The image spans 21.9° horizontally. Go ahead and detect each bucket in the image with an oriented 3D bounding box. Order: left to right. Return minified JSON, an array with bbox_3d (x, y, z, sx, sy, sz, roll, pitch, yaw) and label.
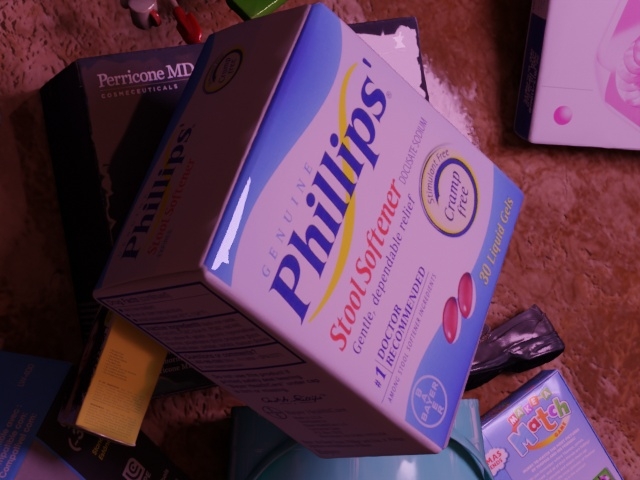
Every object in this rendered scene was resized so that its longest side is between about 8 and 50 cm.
[{"bbox_3d":[0.036,0.244,1.567,0.281,0.281,0.183,0,83,-20],"label":"bucket"}]

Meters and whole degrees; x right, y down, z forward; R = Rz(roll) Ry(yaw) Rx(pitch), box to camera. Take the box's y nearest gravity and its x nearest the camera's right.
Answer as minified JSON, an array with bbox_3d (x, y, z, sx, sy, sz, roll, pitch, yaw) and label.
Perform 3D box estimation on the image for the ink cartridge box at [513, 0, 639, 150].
[{"bbox_3d":[0.388,-0.255,1.758,0.330,0.071,0.324,2,107,-13],"label":"ink cartridge box"}]

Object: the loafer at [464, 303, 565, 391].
[{"bbox_3d":[0.171,0.116,1.736,0.170,0.062,0.061,-14,69,-24],"label":"loafer"}]

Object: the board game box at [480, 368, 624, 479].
[{"bbox_3d":[0.239,0.268,1.754,0.160,0.039,0.211,-34,98,-20],"label":"board game box"}]

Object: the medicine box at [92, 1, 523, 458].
[{"bbox_3d":[0.000,0.000,1.367,0.289,0.149,0.263,40,58,-33],"label":"medicine box"}]

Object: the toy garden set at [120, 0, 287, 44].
[{"bbox_3d":[-0.139,-0.280,1.601,0.204,0.049,0.244,-38,68,-16],"label":"toy garden set"}]

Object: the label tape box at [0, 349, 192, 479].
[{"bbox_3d":[-0.263,0.238,1.438,0.333,0.106,0.240,50,46,-32],"label":"label tape box"}]

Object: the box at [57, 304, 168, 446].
[{"bbox_3d":[-0.153,0.056,1.410,0.058,0.087,0.232,24,78,-17],"label":"box"}]

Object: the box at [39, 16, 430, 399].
[{"bbox_3d":[-0.064,-0.031,1.589,0.343,0.179,0.312,-9,90,-21],"label":"box"}]
